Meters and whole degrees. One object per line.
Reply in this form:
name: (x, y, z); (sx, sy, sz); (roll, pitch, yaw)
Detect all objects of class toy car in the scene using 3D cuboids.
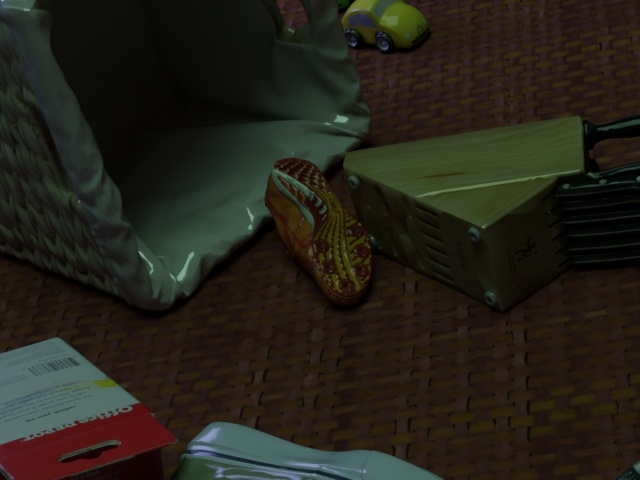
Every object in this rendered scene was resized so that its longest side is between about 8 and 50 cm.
toy car: (0.001, -0.263, 2.105); (0.239, 0.053, 0.225); (-9, 32, 11)

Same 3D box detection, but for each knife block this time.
knife block: (0.190, -0.051, 1.653); (0.242, 0.088, 0.275); (-32, 34, -26)

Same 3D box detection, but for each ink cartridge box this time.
ink cartridge box: (-0.210, 0.160, 1.471); (0.134, 0.078, 0.231); (-16, 24, -26)

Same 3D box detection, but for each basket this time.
basket: (-0.181, -0.165, 1.784); (0.266, 0.328, 0.331); (10, 41, 43)

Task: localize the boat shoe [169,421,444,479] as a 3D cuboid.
boat shoe: (0.003, 0.205, 1.342); (0.302, 0.109, 0.094); (6, 52, 46)

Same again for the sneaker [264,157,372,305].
sneaker: (0.000, 0.000, 1.697); (0.064, 0.067, 0.175); (-5, 43, -20)

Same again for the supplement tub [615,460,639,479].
supplement tub: (0.250, 0.221, 1.168); (0.117, 0.117, 0.190); (-22, 32, -9)
